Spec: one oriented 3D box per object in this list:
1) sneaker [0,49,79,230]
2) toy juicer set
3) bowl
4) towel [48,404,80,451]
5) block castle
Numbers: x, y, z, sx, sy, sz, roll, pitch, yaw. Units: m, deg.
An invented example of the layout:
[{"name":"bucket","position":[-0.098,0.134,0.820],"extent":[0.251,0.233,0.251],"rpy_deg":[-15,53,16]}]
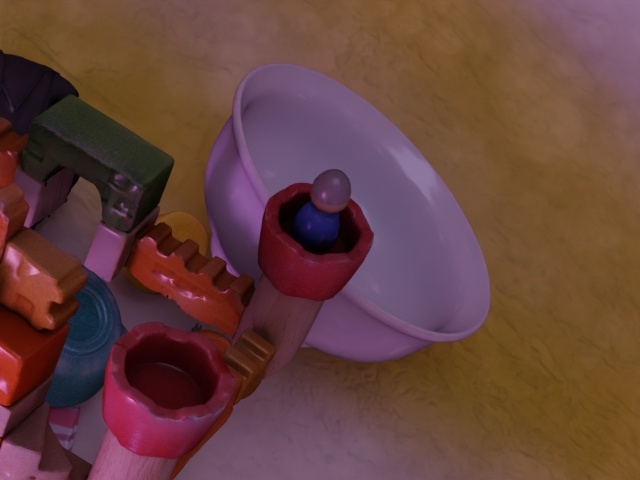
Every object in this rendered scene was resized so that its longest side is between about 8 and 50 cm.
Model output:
[{"name":"sneaker","position":[-0.277,-0.040,1.532],"extent":[0.130,0.109,0.286],"rpy_deg":[15,68,-19]},{"name":"toy juicer set","position":[-0.210,0.107,1.476],"extent":[0.329,0.089,0.209],"rpy_deg":[-18,86,-41]},{"name":"bowl","position":[0.000,0.000,1.545],"extent":[0.298,0.134,0.298],"rpy_deg":[35,30,-24]},{"name":"towel","position":[-0.289,0.209,1.465],"extent":[0.144,0.029,0.197],"rpy_deg":[17,65,-9]},{"name":"block castle","position":[-0.218,-0.028,1.294],"extent":[0.453,0.213,0.303],"rpy_deg":[33,40,10]}]
